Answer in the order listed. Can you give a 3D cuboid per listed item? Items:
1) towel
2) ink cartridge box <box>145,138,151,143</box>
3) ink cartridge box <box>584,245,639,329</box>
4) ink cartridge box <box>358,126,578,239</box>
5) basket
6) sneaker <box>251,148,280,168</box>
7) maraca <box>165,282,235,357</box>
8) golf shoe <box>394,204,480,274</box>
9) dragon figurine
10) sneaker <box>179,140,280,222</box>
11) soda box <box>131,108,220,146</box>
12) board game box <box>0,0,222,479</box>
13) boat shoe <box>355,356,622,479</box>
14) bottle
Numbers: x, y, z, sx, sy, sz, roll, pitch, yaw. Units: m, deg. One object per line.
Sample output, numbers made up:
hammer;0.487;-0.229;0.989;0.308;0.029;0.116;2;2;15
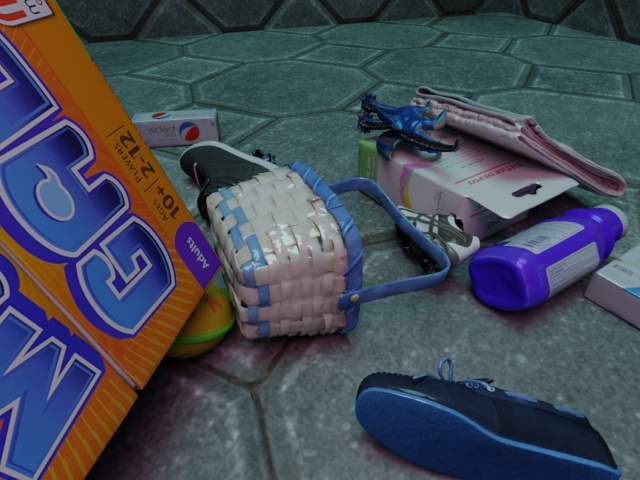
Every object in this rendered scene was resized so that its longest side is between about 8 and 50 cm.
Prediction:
towel;0.375;-0.198;0.845;0.316;0.053;0.332;18;18;-29
ink cartridge box;-0.537;-0.109;0.794;0.324;0.071;0.330;-10;33;25
ink cartridge box;0.475;0.066;0.634;0.122;0.052;0.088;-22;42;-24
ink cartridge box;0.256;-0.103;0.812;0.207;0.119;0.353;-21;40;-25
basket;0.000;0.000;0.608;0.288;0.201;0.255;-16;40;-16
sneaker;-0.114;-0.147;0.918;0.063;0.073;0.162;-22;42;-26
maraca;-0.176;0.094;0.580;0.127;0.099;0.186;13;13;0
golf shoe;0.184;-0.011;0.706;0.093;0.077;0.198;-20;31;-6
dragon figurine;0.145;-0.198;0.772;0.143;0.085;0.289;-6;36;-4
sneaker;-0.216;-0.113;0.851;0.295;0.105;0.147;20;45;29
soda box;-0.378;-0.296;1.126;0.216;0.074;0.069;-5;37;-4
board game box;-0.381;0.023;0.367;0.356;0.357;0.356;-9;35;25
boat shoe;0.162;0.194;0.451;0.258;0.109;0.089;21;32;1
bottle;0.363;0.016;0.658;0.282;0.092;0.118;-21;8;-26
